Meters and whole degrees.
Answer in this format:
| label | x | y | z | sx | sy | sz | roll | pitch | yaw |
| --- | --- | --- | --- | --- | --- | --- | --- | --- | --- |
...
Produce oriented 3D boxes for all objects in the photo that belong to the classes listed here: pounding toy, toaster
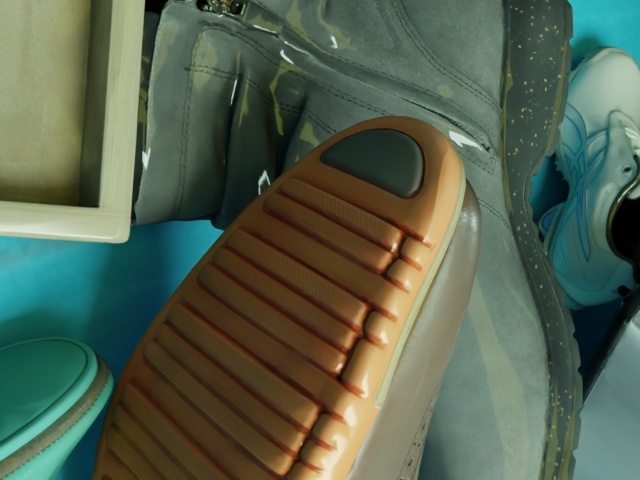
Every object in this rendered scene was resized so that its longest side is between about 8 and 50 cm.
| label | x | y | z | sx | sy | sz | roll | pitch | yaw |
| --- | --- | --- | --- | --- | --- | --- | --- | --- | --- |
| pounding toy | -0.164 | -0.107 | 0.363 | 0.181 | 0.094 | 0.206 | 4 | 90 | -30 |
| toaster | 0.227 | 0.067 | 0.556 | 0.168 | 0.185 | 0.110 | -29 | 57 | -34 |

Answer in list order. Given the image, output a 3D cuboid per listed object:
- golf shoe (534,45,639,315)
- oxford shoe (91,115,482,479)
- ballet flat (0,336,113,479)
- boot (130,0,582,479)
| label | x | y | z | sx | sy | sz | roll | pitch | yaw |
| --- | --- | --- | --- | --- | --- | --- | --- | --- | --- |
| golf shoe | 0.180 | -0.041 | 0.599 | 0.069 | 0.086 | 0.176 | 24 | 71 | -28 |
| oxford shoe | -0.018 | 0.129 | 0.397 | 0.133 | 0.130 | 0.363 | 21 | 98 | -35 |
| ballet flat | -0.171 | 0.121 | 0.349 | 0.247 | 0.083 | 0.087 | -32 | 124 | -44 |
| boot | 0.000 | 0.000 | 0.475 | 0.223 | 0.118 | 0.338 | 8 | 74 | -26 |
